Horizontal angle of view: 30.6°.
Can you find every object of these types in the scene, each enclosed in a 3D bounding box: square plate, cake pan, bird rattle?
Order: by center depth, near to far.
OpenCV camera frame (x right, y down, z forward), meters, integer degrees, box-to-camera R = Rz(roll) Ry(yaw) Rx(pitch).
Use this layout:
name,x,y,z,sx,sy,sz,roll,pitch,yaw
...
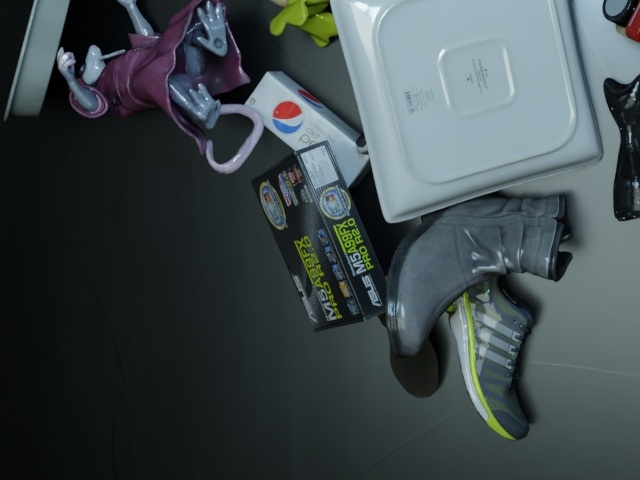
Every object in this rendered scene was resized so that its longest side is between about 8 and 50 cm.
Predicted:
name,x,y,z,sx,sy,sz,roll,pitch,yaw
square plate,0.218,-0.229,1.658,0.344,0.049,0.347,-16,102,-8
bird rattle,-0.046,-0.425,1.813,0.207,0.143,0.253,-45,69,8
cake pan,-0.448,-0.327,1.880,0.054,0.293,0.293,14,105,-16

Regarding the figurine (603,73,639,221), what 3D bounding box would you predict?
name,x,y,z,sx,sy,sz,roll,pitch,yaw
figurine,0.498,-0.144,1.628,0.215,0.092,0.209,-10,89,44

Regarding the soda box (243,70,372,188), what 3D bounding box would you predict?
name,x,y,z,sx,sy,sz,roll,pitch,yaw
soda box,-0.012,-0.174,1.841,0.216,0.069,0.074,40,109,9

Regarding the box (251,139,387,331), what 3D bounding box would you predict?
name,x,y,z,sx,sy,sz,roll,pitch,yaw
box,0.000,0.000,1.797,0.060,0.216,0.270,-23,91,-23

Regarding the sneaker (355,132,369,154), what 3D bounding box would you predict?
name,x,y,z,sx,sy,sz,roll,pitch,yaw
sneaker,0.159,-0.144,1.760,0.211,0.080,0.081,-6,105,3

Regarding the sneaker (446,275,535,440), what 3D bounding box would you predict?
name,x,y,z,sx,sy,sz,roll,pitch,yaw
sneaker,0.271,0.157,1.772,0.121,0.111,0.300,-16,94,18

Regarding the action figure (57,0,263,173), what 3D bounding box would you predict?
name,x,y,z,sx,sy,sz,roll,pitch,yaw
action figure,-0.262,-0.262,1.869,0.370,0.248,0.276,-4,132,49

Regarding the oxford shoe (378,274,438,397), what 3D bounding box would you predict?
name,x,y,z,sx,sy,sz,roll,pitch,yaw
oxford shoe,0.142,0.147,1.839,0.076,0.076,0.212,-11,110,19

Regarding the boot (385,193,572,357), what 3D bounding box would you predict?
name,x,y,z,sx,sy,sz,roll,pitch,yaw
boot,0.231,0.035,1.659,0.223,0.338,0.118,6,137,22

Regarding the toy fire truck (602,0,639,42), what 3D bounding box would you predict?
name,x,y,z,sx,sy,sz,roll,pitch,yaw
toy fire truck,0.532,-0.332,1.539,0.158,0.246,0.217,15,108,-29
